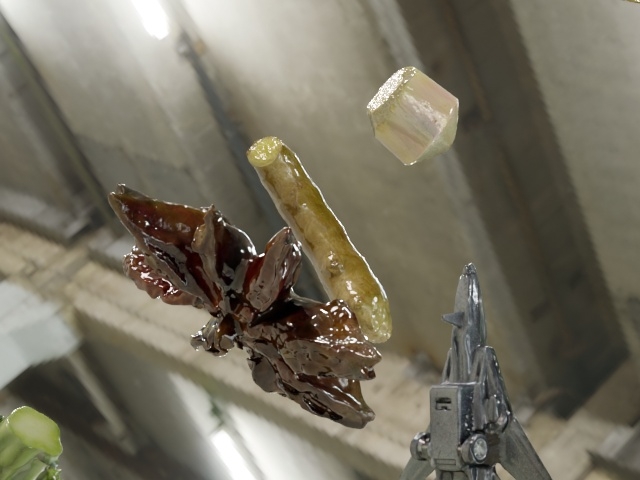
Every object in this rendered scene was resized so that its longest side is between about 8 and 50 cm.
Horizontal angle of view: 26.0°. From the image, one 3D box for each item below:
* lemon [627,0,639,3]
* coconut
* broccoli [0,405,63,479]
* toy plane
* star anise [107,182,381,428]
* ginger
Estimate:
[{"bbox_3d":[0.326,-0.314,1.316,0.187,0.244,0.187,-4,90,-88],"label":"lemon"},{"bbox_3d":[0.133,-0.168,1.911,0.122,0.116,0.116,40,-23,-12],"label":"coconut"},{"bbox_3d":[-0.423,0.280,1.601,0.235,0.288,0.260,20,-65,2],"label":"broccoli"},{"bbox_3d":[0.146,0.157,1.411,0.212,0.088,0.267,-5,-92,43],"label":"toy plane"},{"bbox_3d":[-0.060,0.052,1.133,0.288,0.088,0.288,31,-29,20],"label":"star anise"},{"bbox_3d":[0.003,-0.002,1.730,0.299,0.065,0.118,59,0,6],"label":"ginger"}]
